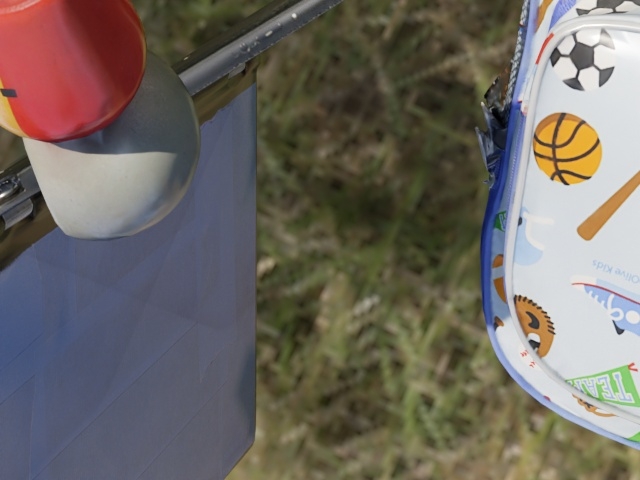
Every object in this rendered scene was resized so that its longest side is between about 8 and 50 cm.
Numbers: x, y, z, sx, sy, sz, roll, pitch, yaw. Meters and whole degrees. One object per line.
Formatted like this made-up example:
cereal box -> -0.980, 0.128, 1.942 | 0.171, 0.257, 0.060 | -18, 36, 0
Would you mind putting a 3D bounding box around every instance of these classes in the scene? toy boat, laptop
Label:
toy boat -> -0.027, -0.157, 0.661 | 0.267, 0.318, 0.148 | 20, 159, 20
laptop -> 0.000, 0.000, 1.018 | 0.408, 0.382, 0.236 | -29, 97, 24

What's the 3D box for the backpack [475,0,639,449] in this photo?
backpack -> 0.189, -0.023, 0.848 | 0.276, 0.213, 0.263 | 19, 131, 16
